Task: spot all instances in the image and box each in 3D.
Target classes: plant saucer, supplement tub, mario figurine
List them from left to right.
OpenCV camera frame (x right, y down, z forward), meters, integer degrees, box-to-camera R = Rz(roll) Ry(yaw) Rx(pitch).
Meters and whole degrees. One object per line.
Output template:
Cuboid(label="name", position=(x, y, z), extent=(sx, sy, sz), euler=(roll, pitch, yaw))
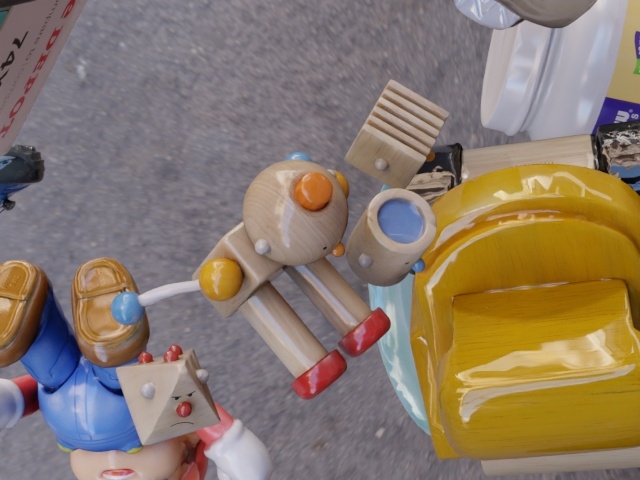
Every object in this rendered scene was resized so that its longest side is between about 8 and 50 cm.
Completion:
Cuboid(label="mario figurine", position=(-0.162, 0.155, 1.049), extent=(0.198, 0.320, 0.170), euler=(30, 66, 27))
Cuboid(label="plant saucer", position=(0.137, 0.066, 1.514), extent=(0.043, 0.317, 0.318), euler=(-6, 88, -23))
Cuboid(label="supplement tub", position=(0.351, -0.183, 1.397), extent=(0.331, 0.241, 0.241), euler=(11, 90, -1))

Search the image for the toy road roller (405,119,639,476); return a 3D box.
Cuboid(label="toy road roller", position=(0.162, 0.086, 0.962), extent=(0.202, 0.241, 0.330), euler=(-6, 129, 12))

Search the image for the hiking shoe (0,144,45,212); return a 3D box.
Cuboid(label="hiking shoe", position=(-0.398, 0.007, 1.370), extent=(0.304, 0.113, 0.132), euler=(-28, 88, 11))

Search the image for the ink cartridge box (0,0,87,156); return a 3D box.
Cuboid(label="ink cartridge box", position=(-0.239, -0.141, 0.614), extent=(0.197, 0.270, 0.198), euler=(33, 111, 2))

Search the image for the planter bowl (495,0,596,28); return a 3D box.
Cuboid(label="planter bowl", position=(0.028, -0.141, 0.307), extent=(0.109, 0.162, 0.162), euler=(15, 91, -6))

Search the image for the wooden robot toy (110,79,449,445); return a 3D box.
Cuboid(label="wooden robot toy", position=(0.000, 0.000, 0.471), extent=(0.076, 0.079, 0.173), euler=(44, 60, 7))

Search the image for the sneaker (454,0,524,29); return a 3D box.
Cuboid(label="sneaker", position=(0.202, -0.294, 1.126), extent=(0.094, 0.153, 0.235), euler=(25, 118, 16))
